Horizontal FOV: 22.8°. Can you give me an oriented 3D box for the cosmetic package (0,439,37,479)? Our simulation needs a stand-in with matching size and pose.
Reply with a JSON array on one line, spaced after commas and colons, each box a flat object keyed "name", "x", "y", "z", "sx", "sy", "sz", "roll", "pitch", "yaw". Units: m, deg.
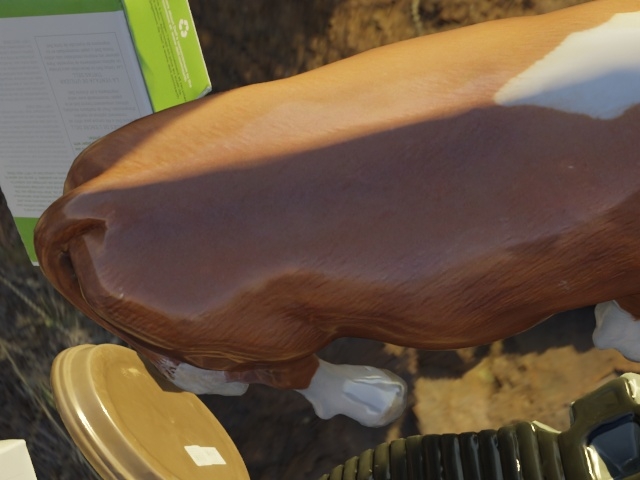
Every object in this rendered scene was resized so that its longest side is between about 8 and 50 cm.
[{"name": "cosmetic package", "x": -0.330, "y": 0.385, "z": 1.464, "sx": 0.197, "sy": 0.155, "sz": 0.365, "roll": -21, "pitch": 97, "yaw": -36}]

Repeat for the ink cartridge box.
[{"name": "ink cartridge box", "x": -0.189, "y": -0.105, "z": 1.335, "sx": 0.189, "sy": 0.255, "sz": 0.097, "roll": 2, "pitch": 32, "yaw": 28}]

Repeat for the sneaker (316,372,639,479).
[{"name": "sneaker", "x": 0.119, "y": 0.150, "z": 0.713, "sx": 0.331, "sy": 0.146, "sz": 0.122, "roll": -21, "pitch": 39, "yaw": 21}]

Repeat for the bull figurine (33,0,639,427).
[{"name": "bull figurine", "x": 0.069, "y": -0.012, "z": 0.521, "sx": 0.311, "sy": 0.188, "sz": 0.101, "roll": -7, "pitch": 67, "yaw": 6}]

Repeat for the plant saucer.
[{"name": "plant saucer", "x": -0.169, "y": 0.208, "z": 1.685, "sx": 0.041, "sy": 0.278, "sz": 0.278, "roll": -44, "pitch": 85, "yaw": 12}]
